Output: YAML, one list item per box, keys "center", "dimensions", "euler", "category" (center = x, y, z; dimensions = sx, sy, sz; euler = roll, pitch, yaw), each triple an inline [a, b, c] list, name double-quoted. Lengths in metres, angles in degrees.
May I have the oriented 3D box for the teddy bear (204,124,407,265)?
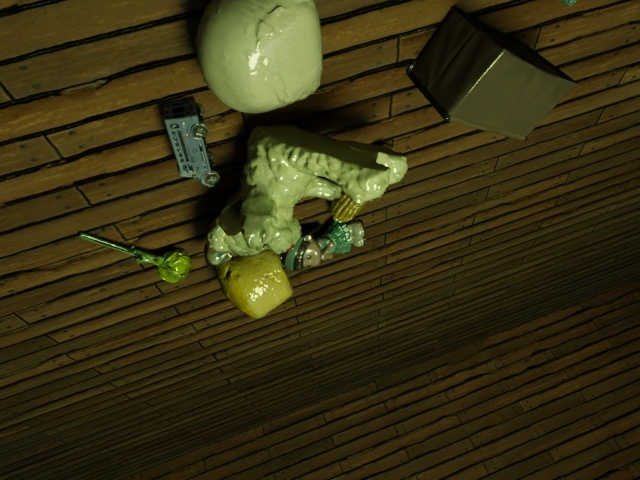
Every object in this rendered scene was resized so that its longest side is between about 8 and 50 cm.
- center: [-0.052, -0.045, 0.895]
  dimensions: [0.327, 0.375, 0.362]
  euler: [-40, 146, -58]
  category: "teddy bear"

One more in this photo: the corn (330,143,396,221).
- center: [0.102, -0.137, 1.052]
  dimensions: [0.080, 0.080, 0.238]
  euler: [12, 129, -39]
  category: "corn"

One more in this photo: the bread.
- center: [-0.175, 0.100, 1.116]
  dimensions: [0.170, 0.197, 0.197]
  euler: [-30, 146, -13]
  category: "bread"

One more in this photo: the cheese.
- center: [-0.097, -0.297, 0.664]
  dimensions: [0.189, 0.154, 0.198]
  euler: [-36, 144, -18]
  category: "cheese"

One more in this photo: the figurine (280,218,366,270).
- center: [0.000, 0.000, 1.150]
  dimensions: [0.245, 0.110, 0.138]
  euler: [-18, 135, -14]
  category: "figurine"

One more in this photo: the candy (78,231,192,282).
- center: [-0.420, 0.032, 0.991]
  dimensions: [0.262, 0.077, 0.073]
  euler: [26, 137, -38]
  category: "candy"

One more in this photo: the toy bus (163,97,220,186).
- center: [-0.242, -0.177, 0.809]
  dimensions: [0.076, 0.073, 0.167]
  euler: [-12, 140, -11]
  category: "toy bus"

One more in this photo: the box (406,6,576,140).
- center: [0.339, -0.324, 0.855]
  dimensions: [0.252, 0.188, 0.153]
  euler: [6, 135, -32]
  category: "box"

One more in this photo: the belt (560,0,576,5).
- center: [0.471, -0.523, 0.781]
  dimensions: [0.100, 0.065, 0.179]
  euler: [-25, 145, -15]
  category: "belt"
